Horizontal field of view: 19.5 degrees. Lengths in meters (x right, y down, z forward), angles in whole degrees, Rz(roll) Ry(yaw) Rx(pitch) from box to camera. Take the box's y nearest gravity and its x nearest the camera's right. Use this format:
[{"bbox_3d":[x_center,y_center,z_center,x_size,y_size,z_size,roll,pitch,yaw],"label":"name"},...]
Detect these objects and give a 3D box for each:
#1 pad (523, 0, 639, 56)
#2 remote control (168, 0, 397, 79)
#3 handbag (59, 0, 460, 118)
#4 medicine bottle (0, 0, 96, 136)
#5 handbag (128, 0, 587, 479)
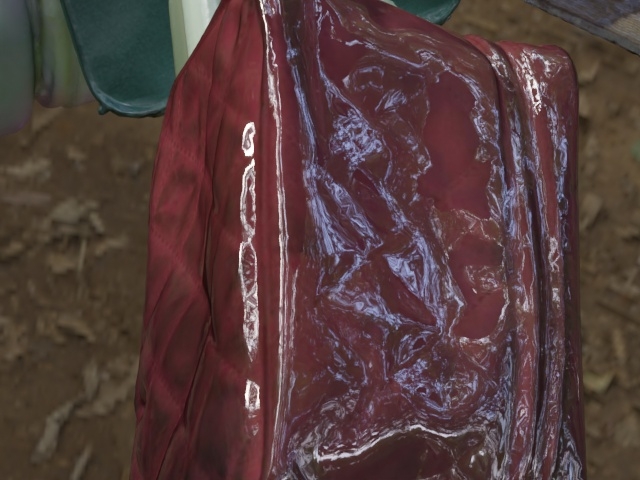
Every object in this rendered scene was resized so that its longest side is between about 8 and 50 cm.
[{"bbox_3d":[0.098,-0.177,0.755,0.330,0.004,0.220,25,55,2],"label":"pad"},{"bbox_3d":[0.000,0.000,0.832,0.128,0.065,0.335,13,44,-22],"label":"remote control"},{"bbox_3d":[-0.054,-0.237,1.172,0.269,0.274,0.100,-20,31,-5],"label":"handbag"},{"bbox_3d":[-0.302,-0.165,1.306,0.388,0.219,0.219,-17,56,-18],"label":"medicine bottle"},{"bbox_3d":[0.012,0.025,0.642,0.135,0.146,0.225,12,62,-23],"label":"handbag"}]
